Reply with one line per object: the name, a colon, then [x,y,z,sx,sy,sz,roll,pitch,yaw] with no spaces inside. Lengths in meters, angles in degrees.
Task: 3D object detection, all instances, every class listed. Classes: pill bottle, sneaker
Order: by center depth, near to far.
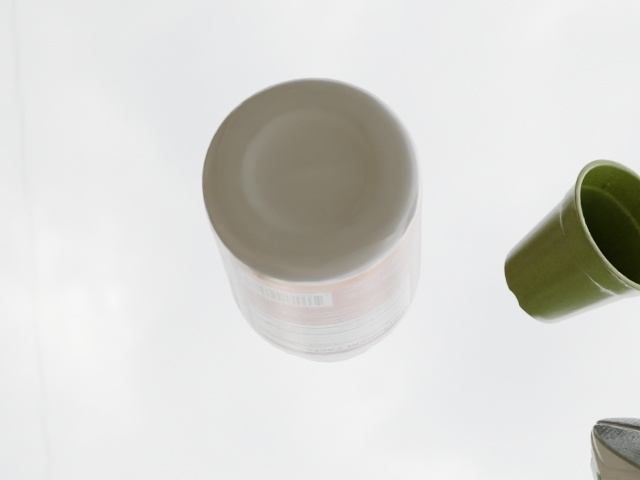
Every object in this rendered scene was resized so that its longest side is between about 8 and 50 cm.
sneaker: [0.168,0.141,0.755,0.152,0.053,0.061,-118,-149,-67]
pill bottle: [0.000,0.000,0.947,0.216,0.121,0.121,82,-17,-70]

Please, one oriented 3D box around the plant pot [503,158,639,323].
plant pot: [0.148,0.009,0.903,0.079,0.083,0.083,-37,-111,43]
